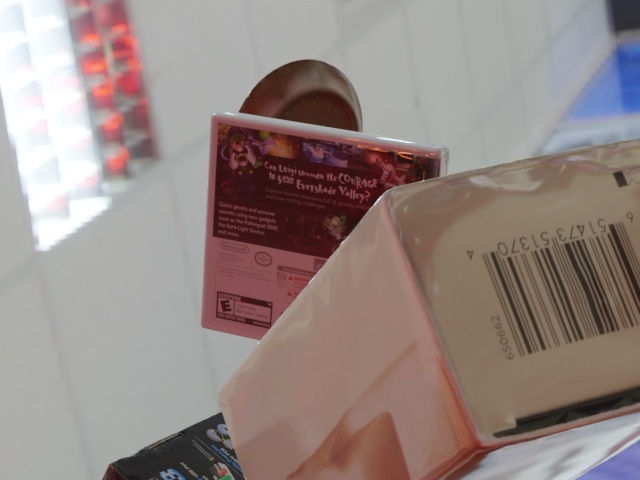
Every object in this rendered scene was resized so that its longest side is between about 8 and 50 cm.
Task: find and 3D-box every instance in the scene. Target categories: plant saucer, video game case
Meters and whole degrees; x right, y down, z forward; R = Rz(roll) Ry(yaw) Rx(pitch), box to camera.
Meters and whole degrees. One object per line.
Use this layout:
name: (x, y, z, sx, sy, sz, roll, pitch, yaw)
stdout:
plant saucer: (-0.019, -0.119, 2.166, 0.199, 0.036, 0.198, -16, -62, -33)
video game case: (0.000, 0.000, 1.346, 0.022, 0.190, 0.173, -27, -56, -61)

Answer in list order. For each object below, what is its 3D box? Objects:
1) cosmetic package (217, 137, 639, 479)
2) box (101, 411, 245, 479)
cosmetic package: (0.067, 0.074, 0.922, 0.296, 0.153, 0.129, 128, 126, -63)
box: (-0.017, 0.277, 1.655, 0.293, 0.295, 0.073, -22, -35, -54)
